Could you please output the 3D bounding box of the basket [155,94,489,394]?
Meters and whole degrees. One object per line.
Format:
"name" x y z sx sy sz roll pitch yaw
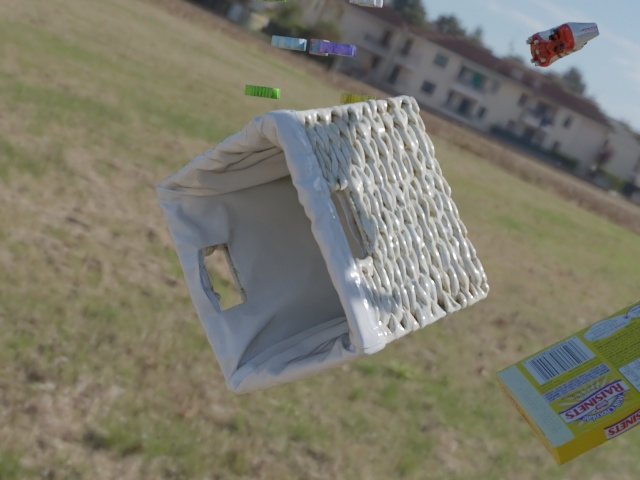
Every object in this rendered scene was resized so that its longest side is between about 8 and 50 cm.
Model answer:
"basket" 0.000 0.000 1.582 0.266 0.328 0.331 -19 -3 -38

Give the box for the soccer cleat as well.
"soccer cleat" 0.185 -0.152 0.889 0.036 0.029 0.083 -15 1 -10

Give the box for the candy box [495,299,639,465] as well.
"candy box" 0.251 0.093 0.907 0.027 0.206 0.105 67 -5 -33

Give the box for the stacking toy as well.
"stacking toy" -0.013 -0.292 1.744 0.221 0.167 0.052 8 8 22
